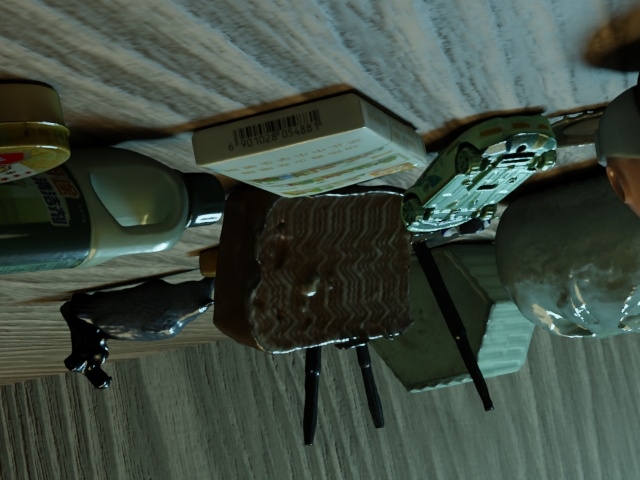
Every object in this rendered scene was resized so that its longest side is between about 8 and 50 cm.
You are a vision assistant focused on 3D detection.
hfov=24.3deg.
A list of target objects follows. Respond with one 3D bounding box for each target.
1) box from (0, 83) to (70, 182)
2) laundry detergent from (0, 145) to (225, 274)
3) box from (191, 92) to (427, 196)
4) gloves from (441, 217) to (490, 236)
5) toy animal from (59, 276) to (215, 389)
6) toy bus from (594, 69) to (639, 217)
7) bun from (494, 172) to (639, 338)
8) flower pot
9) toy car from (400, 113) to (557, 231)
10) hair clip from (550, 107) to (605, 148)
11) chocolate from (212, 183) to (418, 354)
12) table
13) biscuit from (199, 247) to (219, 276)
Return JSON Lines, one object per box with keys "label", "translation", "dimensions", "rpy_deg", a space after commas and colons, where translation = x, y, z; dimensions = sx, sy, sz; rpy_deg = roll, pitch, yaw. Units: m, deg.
{"label": "box", "translation": [-0.190, -0.055, 0.810], "dimensions": [0.106, 0.037, 0.105], "rpy_deg": [-11, 174, -1]}
{"label": "laundry detergent", "translation": [-0.155, -0.021, 0.955], "dimensions": [0.226, 0.070, 0.099], "rpy_deg": [-4, -153, -44]}
{"label": "box", "translation": [0.000, -0.066, 1.089], "dimensions": [0.122, 0.032, 0.220], "rpy_deg": [-14, 173, 14]}
{"label": "gloves", "translation": [0.184, -0.019, 1.887], "dimensions": [0.064, 0.026, 0.086], "rpy_deg": [-11, 179, 9]}
{"label": "toy animal", "translation": [-0.237, 0.080, 1.889], "dimensions": [0.210, 0.121, 0.117], "rpy_deg": [-29, 125, 13]}
{"label": "toy bus", "translation": [0.349, -0.043, 1.035], "dimensions": [0.288, 0.232, 0.194], "rpy_deg": [-16, 176, 20]}
{"label": "bun", "translation": [0.385, 0.013, 1.756], "dimensions": [0.355, 0.194, 0.354], "rpy_deg": [-11, 176, -1]}
{"label": "flower pot", "translation": [0.206, 0.118, 2.310], "dimensions": [0.209, 0.239, 0.190], "rpy_deg": [21, -170, 29]}
{"label": "toy car", "translation": [0.126, -0.058, 1.264], "dimensions": [0.093, 0.058, 0.186], "rpy_deg": [-8, 161, -26]}
{"label": "hair clip", "translation": [0.300, -0.108, 1.233], "dimensions": [0.226, 0.034, 0.072], "rpy_deg": [-13, 174, 22]}
{"label": "chocolate", "translation": [-0.008, 0.020, 1.336], "dimensions": [0.214, 0.148, 0.093], "rpy_deg": [-1, -173, -43]}
{"label": "table", "translation": [0.090, 0.128, 2.004], "dimensions": [0.317, 0.249, 0.317], "rpy_deg": [-11, 174, -1]}
{"label": "biscuit", "translation": [0.001, 0.004, 1.681], "dimensions": [0.186, 0.044, 0.295], "rpy_deg": [-9, 174, -43]}
